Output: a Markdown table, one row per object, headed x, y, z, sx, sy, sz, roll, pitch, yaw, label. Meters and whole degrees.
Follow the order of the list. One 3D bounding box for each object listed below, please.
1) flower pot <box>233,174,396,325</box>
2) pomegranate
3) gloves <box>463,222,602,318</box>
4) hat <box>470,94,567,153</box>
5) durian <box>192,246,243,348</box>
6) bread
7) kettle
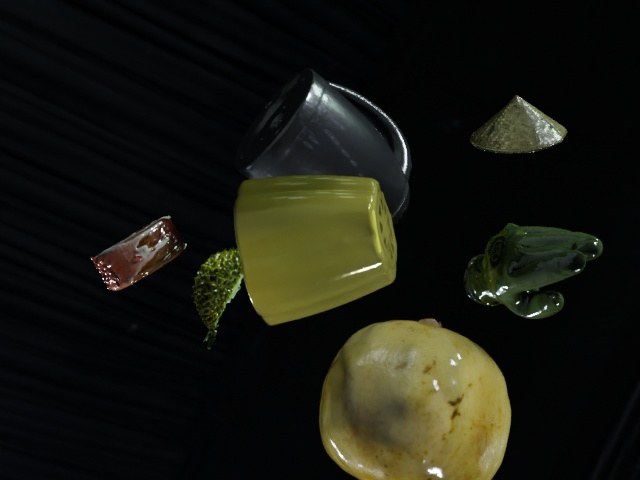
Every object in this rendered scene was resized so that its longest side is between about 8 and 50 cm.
| x | y | z | sx | sy | sz | roll | pitch | yaw | label |
| --- | --- | --- | --- | --- | --- | --- | --- | --- | --- |
| 0.000 | 0.000 | 1.557 | 0.179 | 0.195 | 0.195 | -11 | -128 | 12 | flower pot |
| 0.162 | 0.279 | 1.998 | 0.332 | 0.332 | 0.332 | -33 | -137 | 38 | pomegranate |
| 0.268 | 0.040 | 1.586 | 0.268 | 0.107 | 0.135 | 156 | -70 | -63 | gloves |
| 0.295 | -0.186 | 1.801 | 0.146 | 0.146 | 0.067 | 37 | -41 | 57 | hat |
| -0.183 | 0.095 | 2.268 | 0.086 | 0.100 | 0.215 | 12 | -118 | 34 | durian |
| -0.314 | 0.022 | 2.081 | 0.160 | 0.073 | 0.160 | -28 | -171 | 5 | bread |
| 0.038 | -0.147 | 2.039 | 0.207 | 0.290 | 0.268 | -30 | -150 | 51 | kettle |
